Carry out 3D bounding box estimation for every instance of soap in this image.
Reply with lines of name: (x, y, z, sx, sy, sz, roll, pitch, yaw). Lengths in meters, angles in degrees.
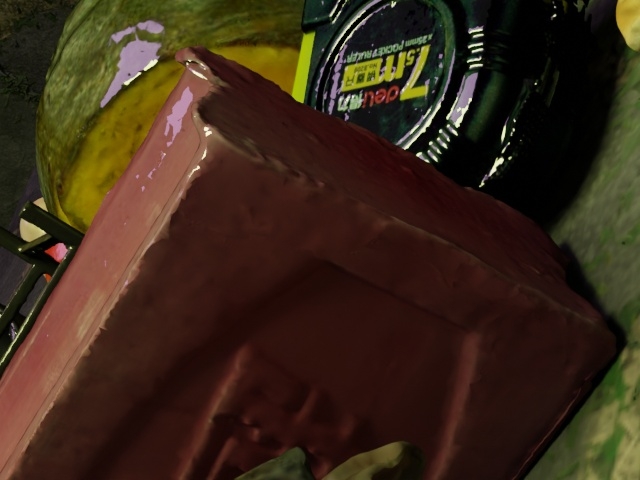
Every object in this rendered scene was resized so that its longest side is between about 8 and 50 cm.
soap: (-0.052, 0.112, 0.677, 0.359, 0.233, 0.128, -57, 21, 20)

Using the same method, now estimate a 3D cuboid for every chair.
chair: (-0.120, 0.106, 0.846, 0.141, 0.260, 0.154, -61, 17, -16)

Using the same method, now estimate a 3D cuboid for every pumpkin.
pumpkin: (-0.099, -0.114, 1.094, 0.225, 0.256, 0.303, -98, 24, -56)

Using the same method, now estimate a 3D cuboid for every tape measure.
tape measure: (0.063, -0.078, 0.781, 0.199, 0.112, 0.186, -7, 64, 47)

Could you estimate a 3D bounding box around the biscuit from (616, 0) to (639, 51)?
biscuit: (0.252, -0.236, 0.637, 0.309, 0.040, 0.204, -39, 29, 51)

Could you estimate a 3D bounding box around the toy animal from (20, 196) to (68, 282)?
toy animal: (-0.249, 0.004, 1.496, 0.171, 0.171, 0.198, -64, 11, -4)

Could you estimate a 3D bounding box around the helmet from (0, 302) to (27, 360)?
helmet: (-0.412, 0.178, 1.629, 0.216, 0.193, 0.189, -7, 54, 53)

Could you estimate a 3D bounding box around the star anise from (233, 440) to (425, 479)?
star anise: (-0.011, 0.193, 0.520, 0.223, 0.109, 0.236, -19, 66, 45)
